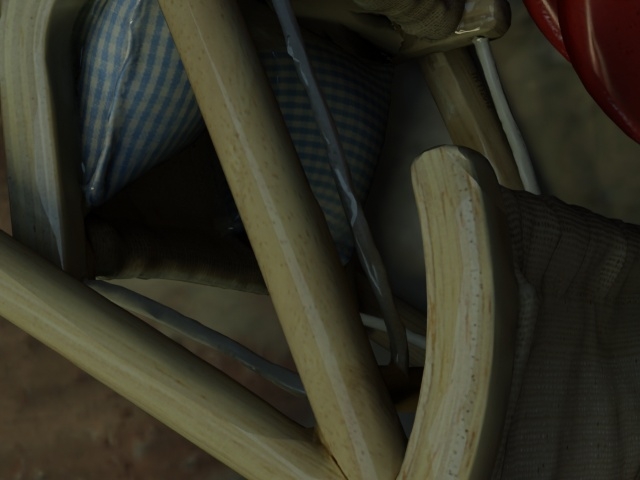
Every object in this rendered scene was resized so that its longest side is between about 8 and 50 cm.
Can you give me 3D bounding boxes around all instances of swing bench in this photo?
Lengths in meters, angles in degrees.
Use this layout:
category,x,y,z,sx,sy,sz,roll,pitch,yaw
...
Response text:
category,x,y,z,sx,sy,sz,roll,pitch,yaw
swing bench,0.000,0.000,0.553,0.165,0.253,0.254,-44,73,14

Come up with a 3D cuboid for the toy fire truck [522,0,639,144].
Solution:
category,x,y,z,sx,sy,sz,roll,pitch,yaw
toy fire truck,0.182,-0.149,0.533,0.254,0.169,0.302,-8,104,3
